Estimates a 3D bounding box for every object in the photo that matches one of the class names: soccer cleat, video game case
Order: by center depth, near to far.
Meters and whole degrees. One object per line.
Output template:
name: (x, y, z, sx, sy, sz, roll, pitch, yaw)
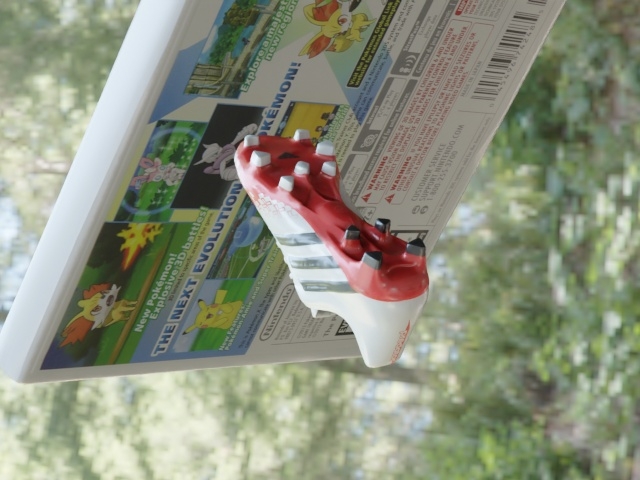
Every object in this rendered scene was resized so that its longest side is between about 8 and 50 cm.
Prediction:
soccer cleat: (0.000, 0.000, 0.426, 0.029, 0.083, 0.035, -11, -54, -30)
video game case: (-0.007, -0.062, 0.950, 0.300, 0.036, 0.329, 0, -55, -47)
